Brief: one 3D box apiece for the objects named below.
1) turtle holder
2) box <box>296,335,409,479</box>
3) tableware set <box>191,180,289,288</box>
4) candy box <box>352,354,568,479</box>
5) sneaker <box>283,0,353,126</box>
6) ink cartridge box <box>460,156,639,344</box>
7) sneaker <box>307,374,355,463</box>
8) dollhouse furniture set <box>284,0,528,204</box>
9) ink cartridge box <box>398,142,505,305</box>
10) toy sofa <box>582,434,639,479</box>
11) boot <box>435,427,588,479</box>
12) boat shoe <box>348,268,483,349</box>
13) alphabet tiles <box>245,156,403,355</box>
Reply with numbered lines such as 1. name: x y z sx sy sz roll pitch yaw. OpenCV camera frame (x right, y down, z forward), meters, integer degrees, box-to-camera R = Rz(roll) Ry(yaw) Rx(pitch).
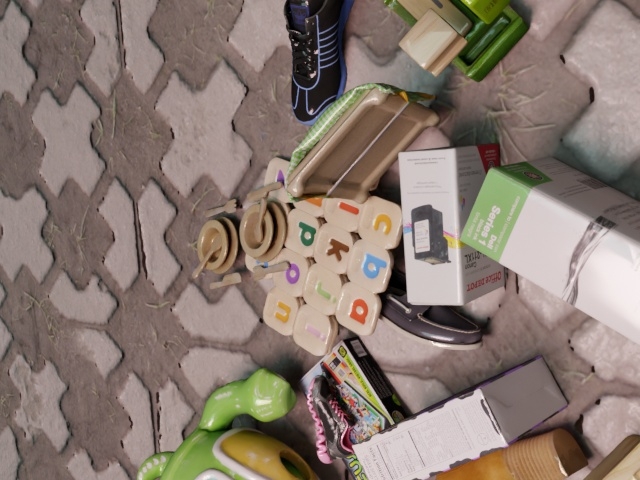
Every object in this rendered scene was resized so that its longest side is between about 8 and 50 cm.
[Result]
1. turtle holder: -0.096 0.367 1.179 0.227 0.243 0.320 -2 52 36
2. box: 0.061 0.247 1.131 0.114 0.036 0.207 -48 64 32
3. tableware set: -0.124 -0.003 1.207 0.194 0.039 0.128 -17 75 46
4. candy box: 0.163 0.217 0.979 0.196 0.165 0.070 -35 74 36
5. sneaker: -0.013 -0.261 1.080 0.081 0.090 0.232 19 108 33
6. ink cartridge box: 0.282 0.004 0.857 0.219 0.160 0.093 34 117 29
7. sneaker: 0.019 0.236 1.117 0.057 0.047 0.119 -12 91 28
8. dollhouse furniture set: 0.058 -0.195 0.933 0.301 0.197 0.151 -47 71 18
9. ink cartridge box: 0.155 -0.021 0.970 0.072 0.127 0.175 0 98 34
10. toy sofa: 0.425 0.339 0.812 0.362 0.150 0.177 45 126 23
11. boot: 0.258 0.380 0.974 0.211 0.104 0.295 -42 61 40
12. boat shoe: 0.116 0.077 1.050 0.206 0.075 0.065 23 111 38
13. alphabet tiles: 0.000 0.000 1.117 0.278 0.021 0.284 25 103 47
